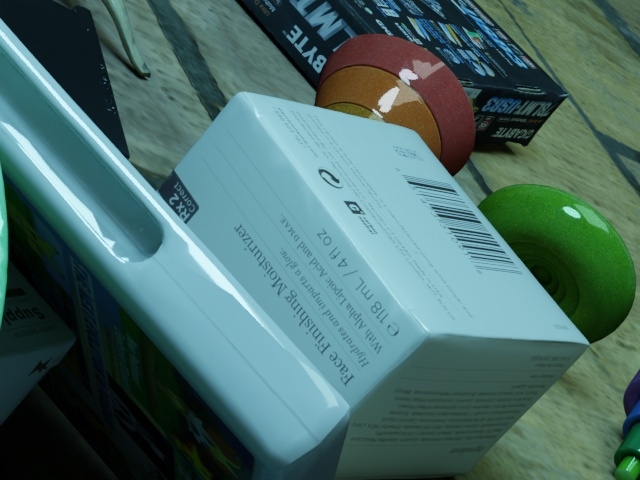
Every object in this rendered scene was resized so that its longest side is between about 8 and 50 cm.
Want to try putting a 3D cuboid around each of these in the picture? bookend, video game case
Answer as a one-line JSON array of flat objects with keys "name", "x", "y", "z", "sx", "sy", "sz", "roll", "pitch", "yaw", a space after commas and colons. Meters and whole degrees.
[{"name": "bookend", "x": -0.192, "y": -0.091, "z": 1.023, "sx": 0.157, "sy": 0.072, "sz": 0.156, "roll": 27, "pitch": 24, "yaw": -31}, {"name": "video game case", "x": -0.106, "y": 0.007, "z": 0.763, "sx": 0.300, "sy": 0.036, "sz": 0.329, "roll": 48, "pitch": -16, "yaw": 13}]

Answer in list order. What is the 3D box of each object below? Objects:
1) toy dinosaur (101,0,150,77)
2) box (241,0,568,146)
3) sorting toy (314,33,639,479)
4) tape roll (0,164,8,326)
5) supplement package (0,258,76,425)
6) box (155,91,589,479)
[{"name": "toy dinosaur", "x": -0.205, "y": -0.219, "z": 1.278, "sx": 0.268, "sy": 0.064, "sz": 0.118, "roll": 53, "pitch": 17, "yaw": 20}, {"name": "box", "x": 0.035, "y": -0.202, "z": 1.638, "sx": 0.295, "sy": 0.073, "sz": 0.293, "roll": 49, "pitch": 21, "yaw": 20}, {"name": "sorting toy", "x": 0.111, "y": 0.028, "z": 1.309, "sx": 0.365, "sy": 0.127, "sz": 0.126, "roll": 44, "pitch": 46, "yaw": 0}, {"name": "tape roll", "x": -0.246, "y": 0.006, "z": 0.510, "sx": 0.321, "sy": 0.077, "sz": 0.321, "roll": 10, "pitch": 54, "yaw": -14}, {"name": "supplement package", "x": -0.230, "y": 0.000, "z": 0.683, "sx": 0.244, "sy": 0.139, "sz": 0.134, "roll": 46, "pitch": 20, "yaw": 14}, {"name": "box", "x": 0.019, "y": 0.029, "z": 1.086, "sx": 0.182, "sy": 0.119, "sz": 0.181, "roll": 7, "pitch": 40, "yaw": -55}]
